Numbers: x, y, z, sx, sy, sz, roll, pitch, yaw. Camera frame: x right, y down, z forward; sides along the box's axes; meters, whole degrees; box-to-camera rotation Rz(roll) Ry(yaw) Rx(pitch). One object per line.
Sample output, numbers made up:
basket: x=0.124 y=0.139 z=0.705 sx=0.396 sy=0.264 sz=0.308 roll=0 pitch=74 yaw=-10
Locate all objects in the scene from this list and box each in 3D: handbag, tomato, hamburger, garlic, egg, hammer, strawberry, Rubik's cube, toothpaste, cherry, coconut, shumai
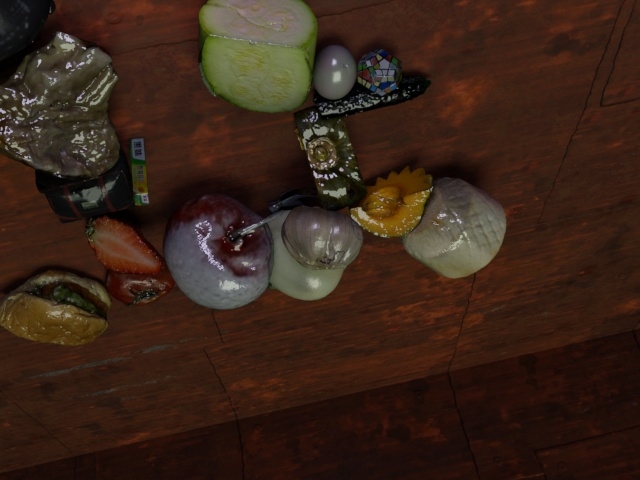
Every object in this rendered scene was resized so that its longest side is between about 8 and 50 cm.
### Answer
handbag: x=-0.555 y=-0.134 z=1.663 sx=0.215 sy=0.155 sz=0.169 roll=-13 pitch=155 yaw=-4
tomato: x=-0.548 y=0.137 z=2.123 sx=0.228 sy=0.101 sz=0.228 roll=-12 pitch=148 yaw=-8
hamburger: x=-0.778 y=0.193 z=2.062 sx=0.330 sy=0.162 sz=0.209 roll=13 pitch=140 yaw=-28
garlic: x=0.003 y=0.000 z=1.803 sx=0.228 sy=0.152 sz=0.228 roll=12 pitch=168 yaw=3
egg: x=-0.066 y=0.057 z=1.979 sx=0.286 sy=0.174 sz=0.264 roll=33 pitch=118 yaw=-10
hammer: x=-0.012 y=-0.077 z=2.058 sx=0.137 sy=0.037 sz=0.290 roll=-29 pitch=143 yaw=25
strawberry: x=-0.529 y=0.009 z=1.897 sx=0.175 sy=0.107 sz=0.236 roll=-37 pitch=102 yaw=30
Rubik's cube: x=0.137 y=-0.390 z=1.597 sx=0.111 sy=0.111 sz=0.093 roll=-9 pitch=172 yaw=-8
toothpaste: x=-0.430 y=-0.165 z=1.641 sx=0.037 sy=0.178 sz=0.043 roll=-7 pitch=146 yaw=-10
egg: x=0.031 y=-0.379 z=1.563 sx=0.103 sy=0.103 sz=0.135 roll=-8 pitch=148 yaw=-10
cherry: x=-0.271 y=0.045 z=1.888 sx=0.291 sy=0.326 sz=0.335 roll=-37 pitch=152 yaw=-30
coconut: x=0.400 y=-0.031 z=2.067 sx=0.329 sy=0.329 sz=0.329 roll=-10 pitch=147 yaw=-7
shumai: x=-0.549 y=-0.294 z=1.428 sx=0.346 sy=0.217 sz=0.283 roll=8 pitch=110 yaw=-47

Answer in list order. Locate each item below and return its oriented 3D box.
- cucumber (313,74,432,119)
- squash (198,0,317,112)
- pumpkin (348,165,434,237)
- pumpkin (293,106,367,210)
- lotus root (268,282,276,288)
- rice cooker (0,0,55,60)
cucumber: x=0.130 y=-0.353 z=1.674 sx=0.300 sy=0.072 sz=0.072 roll=-13 pitch=147 yaw=-3
squash: x=-0.136 y=-0.349 z=1.457 sx=0.233 sy=0.210 sz=0.309 roll=6 pitch=140 yaw=-5
pumpkin: x=0.224 y=-0.108 z=1.981 sx=0.254 sy=0.130 sz=0.149 roll=-17 pitch=125 yaw=21
pumpkin: x=0.027 y=-0.220 z=1.820 sx=0.139 sy=0.190 sz=0.280 roll=-15 pitch=104 yaw=3
lotus root: x=-0.066 y=0.060 z=2.168 sx=0.235 sy=0.119 sz=0.138 roll=-33 pitch=142 yaw=24
rice cooker: x=-0.585 y=-0.425 z=1.140 sx=0.267 sy=0.267 sz=0.224 roll=-21 pitch=147 yaw=10
